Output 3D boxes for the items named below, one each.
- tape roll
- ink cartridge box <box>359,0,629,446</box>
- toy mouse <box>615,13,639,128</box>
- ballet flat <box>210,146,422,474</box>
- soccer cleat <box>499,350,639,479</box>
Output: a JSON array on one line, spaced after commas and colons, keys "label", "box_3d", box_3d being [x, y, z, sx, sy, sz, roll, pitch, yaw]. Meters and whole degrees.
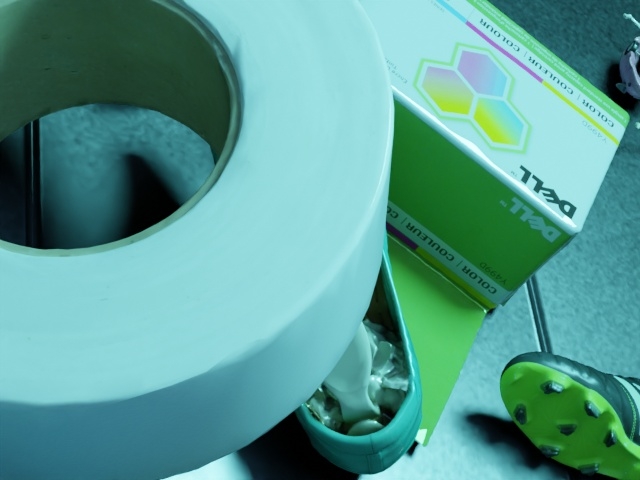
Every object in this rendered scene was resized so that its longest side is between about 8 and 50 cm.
[{"label": "tape roll", "box_3d": [-0.108, -0.035, 0.715, 0.286, 0.100, 0.286, 0, 60, 0]}, {"label": "ink cartridge box", "box_3d": [0.056, -0.034, 0.916, 0.189, 0.097, 0.255, 37, 43, -5]}, {"label": "toy mouse", "box_3d": [0.259, -0.096, 1.150, 0.161, 0.031, 0.143, 49, 44, 8]}, {"label": "ballet flat", "box_3d": [0.000, 0.000, 0.812, 0.083, 0.087, 0.247, -17, 83, -4]}, {"label": "soccer cleat", "box_3d": [0.177, 0.107, 0.925, 0.179, 0.060, 0.072, 30, 35, -21]}]
